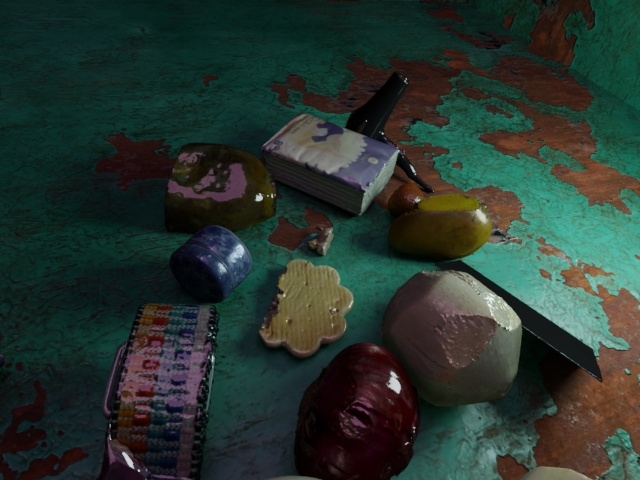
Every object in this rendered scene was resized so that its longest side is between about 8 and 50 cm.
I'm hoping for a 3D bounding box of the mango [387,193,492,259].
[{"bbox_3d":[0.303,-0.030,1.110,0.262,0.167,0.130,0,21,-2],"label":"mango"}]

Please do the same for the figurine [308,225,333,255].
[{"bbox_3d":[0.000,0.000,1.103,0.051,0.047,0.083,10,50,20],"label":"figurine"}]

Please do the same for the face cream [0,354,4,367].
[{"bbox_3d":[-0.614,0.289,0.671,0.078,0.078,0.273,21,46,10],"label":"face cream"}]

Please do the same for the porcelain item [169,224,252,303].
[{"bbox_3d":[-0.234,0.054,0.926,0.147,0.147,0.114,26,46,15],"label":"porcelain item"}]

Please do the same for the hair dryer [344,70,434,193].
[{"bbox_3d":[0.245,-0.293,1.319,0.359,0.303,0.120,47,40,3],"label":"hair dryer"}]

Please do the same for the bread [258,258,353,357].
[{"bbox_3d":[-0.024,0.148,0.950,0.182,0.038,0.250,15,45,4],"label":"bread"}]

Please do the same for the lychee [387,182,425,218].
[{"bbox_3d":[0.241,-0.091,1.194,0.115,0.101,0.140,3,57,13],"label":"lychee"}]

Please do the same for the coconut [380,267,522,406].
[{"bbox_3d":[0.253,0.188,0.822,0.245,0.244,0.247,-25,48,-30],"label":"coconut"}]

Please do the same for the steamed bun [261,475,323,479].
[{"bbox_3d":[-0.026,0.414,0.534,0.283,0.282,0.177,19,21,8],"label":"steamed bun"}]

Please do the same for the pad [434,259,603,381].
[{"bbox_3d":[0.436,0.153,0.964,0.368,0.007,0.248,37,18,24],"label":"pad"}]

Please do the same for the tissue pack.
[{"bbox_3d":[0.024,-0.234,1.272,0.344,0.125,0.242,26,51,16],"label":"tissue pack"}]

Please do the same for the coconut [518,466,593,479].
[{"bbox_3d":[0.345,0.445,0.591,0.244,0.239,0.239,-28,56,-26],"label":"coconut"}]

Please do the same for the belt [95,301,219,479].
[{"bbox_3d":[-0.258,0.243,0.700,0.161,0.206,0.294,7,60,-10],"label":"belt"}]

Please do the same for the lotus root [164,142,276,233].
[{"bbox_3d":[-0.239,-0.141,1.125,0.261,0.149,0.266,8,48,-2],"label":"lotus root"}]

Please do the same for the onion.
[{"bbox_3d":[0.057,0.288,0.685,0.190,0.246,0.246,31,48,9],"label":"onion"}]
